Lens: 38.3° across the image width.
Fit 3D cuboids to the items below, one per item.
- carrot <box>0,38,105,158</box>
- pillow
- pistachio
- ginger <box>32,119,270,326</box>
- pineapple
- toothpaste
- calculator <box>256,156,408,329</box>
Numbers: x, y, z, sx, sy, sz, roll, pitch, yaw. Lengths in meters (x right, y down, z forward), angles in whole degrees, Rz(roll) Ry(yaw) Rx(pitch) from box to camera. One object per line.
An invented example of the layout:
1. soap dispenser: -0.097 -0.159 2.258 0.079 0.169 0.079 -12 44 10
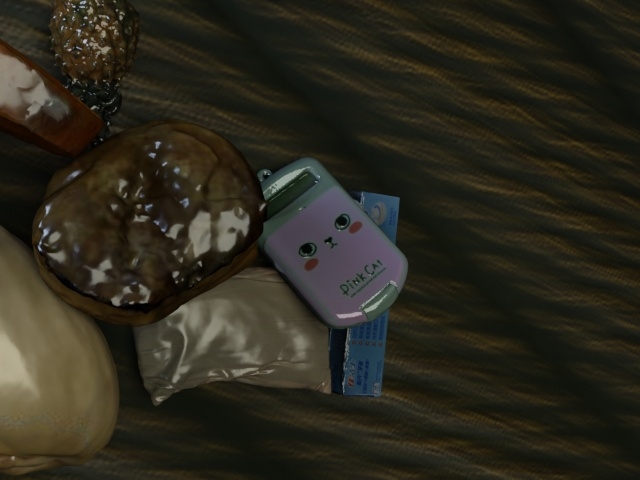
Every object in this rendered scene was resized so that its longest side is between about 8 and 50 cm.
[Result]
1. carrot: -0.348 -0.165 0.922 0.258 0.307 0.100 32 89 -53
2. pillow: -0.112 0.116 1.157 0.270 0.067 0.173 -1 85 -25
3. pistachio: -0.340 0.120 0.980 0.230 0.230 0.309 -37 99 -20
4. ginger: -0.193 -0.018 1.020 0.269 0.223 0.200 -35 86 -24
5. pineapple: -0.267 -0.190 1.073 0.108 0.108 0.198 1 102 -25
6. toothpaste: 0.055 0.072 1.244 0.066 0.053 0.272 7 87 -29
7. calculator: 0.000 0.000 1.175 0.141 0.045 0.246 -37 77 -17
